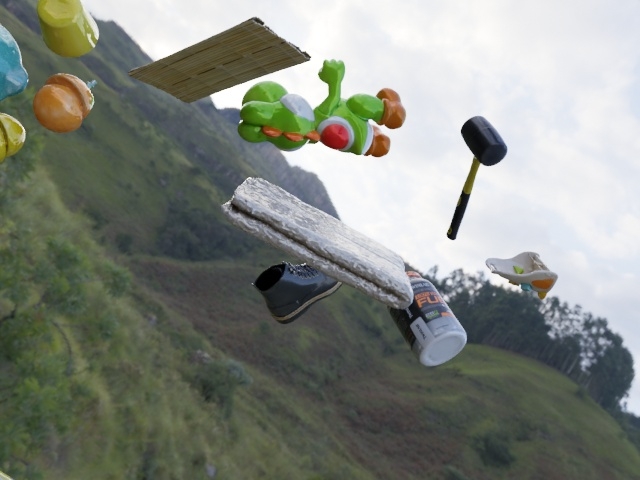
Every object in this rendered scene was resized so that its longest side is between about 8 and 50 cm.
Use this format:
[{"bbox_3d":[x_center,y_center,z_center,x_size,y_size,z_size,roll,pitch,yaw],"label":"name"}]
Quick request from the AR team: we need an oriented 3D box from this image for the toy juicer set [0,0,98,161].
[{"bbox_3d":[-0.434,-0.184,0.689,0.089,0.329,0.209,137,-57,-74],"label":"toy juicer set"}]

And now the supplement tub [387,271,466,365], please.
[{"bbox_3d":[0.218,0.163,1.227,0.190,0.117,0.117,61,-1,42],"label":"supplement tub"}]

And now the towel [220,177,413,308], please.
[{"bbox_3d":[0.000,0.000,0.814,0.282,0.049,0.187,29,14,-5],"label":"towel"}]

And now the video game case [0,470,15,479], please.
[{"bbox_3d":[-0.335,0.303,0.427,0.248,0.275,0.035,12,-44,28],"label":"video game case"}]

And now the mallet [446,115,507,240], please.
[{"bbox_3d":[0.195,-0.064,0.739,0.062,0.039,0.189,-113,-160,-47],"label":"mallet"}]

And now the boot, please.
[{"bbox_3d":[-0.026,0.057,1.044,0.077,0.198,0.137,36,-14,32],"label":"boot"}]

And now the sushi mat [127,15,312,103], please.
[{"bbox_3d":[-0.184,-0.314,1.023,0.317,0.019,0.151,-8,-16,34],"label":"sushi mat"}]

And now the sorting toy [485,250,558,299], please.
[{"bbox_3d":[0.257,0.041,0.750,0.075,0.044,0.083,14,17,1],"label":"sorting toy"}]

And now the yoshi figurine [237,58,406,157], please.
[{"bbox_3d":[-0.016,-0.274,1.227,0.203,0.362,0.203,1,-86,61],"label":"yoshi figurine"}]
